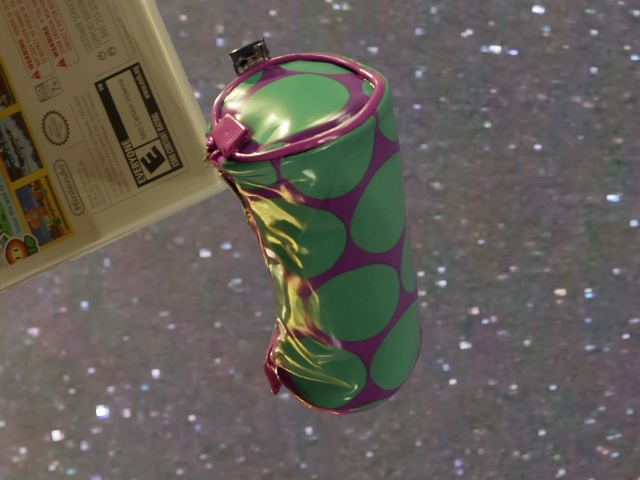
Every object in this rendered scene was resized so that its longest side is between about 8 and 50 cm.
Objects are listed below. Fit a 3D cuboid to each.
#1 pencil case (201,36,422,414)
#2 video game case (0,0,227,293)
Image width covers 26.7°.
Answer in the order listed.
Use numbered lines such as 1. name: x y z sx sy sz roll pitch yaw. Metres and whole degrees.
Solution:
1. pencil case: 0.000 0.000 0.514 0.064 0.070 0.152 -113 -173 -45
2. video game case: -0.182 -0.089 0.699 0.206 0.026 0.227 -24 -94 9
